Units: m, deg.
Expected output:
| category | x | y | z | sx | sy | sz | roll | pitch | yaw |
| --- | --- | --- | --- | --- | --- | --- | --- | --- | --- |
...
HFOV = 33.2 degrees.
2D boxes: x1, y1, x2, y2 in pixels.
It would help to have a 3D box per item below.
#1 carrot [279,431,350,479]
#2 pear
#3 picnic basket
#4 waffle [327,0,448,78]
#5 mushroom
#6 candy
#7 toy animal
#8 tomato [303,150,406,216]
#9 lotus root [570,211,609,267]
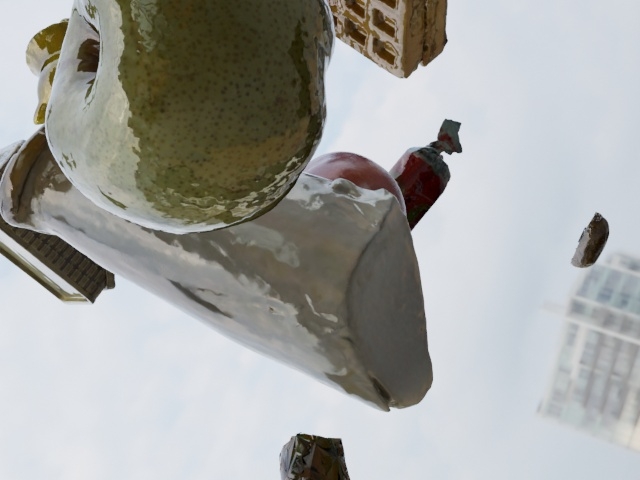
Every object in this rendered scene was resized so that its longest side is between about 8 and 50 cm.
| category | x | y | z | sx | sy | sz | roll | pitch | yaw |
| --- | --- | --- | --- | --- | --- | --- | --- | --- | --- |
| carrot | 0.011 | 0.262 | 0.826 | 0.069 | 0.069 | 0.228 | 33 | -138 | -64 |
| pear | -0.064 | -0.085 | 0.553 | 0.137 | 0.167 | 0.167 | 11 | -81 | -21 |
| picnic basket | -0.517 | -0.031 | 2.053 | 0.313 | 0.228 | 0.175 | 43 | -111 | -20 |
| waffle | 0.040 | -0.395 | 1.522 | 0.098 | 0.328 | 0.224 | -35 | -34 | -27 |
| mushroom | -0.086 | -0.003 | 0.889 | 0.137 | 0.408 | 0.154 | -50 | -26 | -38 |
| candy | 0.119 | -0.059 | 1.585 | 0.292 | 0.059 | 0.086 | -51 | -53 | -8 |
| toy animal | -0.450 | -0.306 | 1.910 | 0.229 | 0.156 | 0.156 | -111 | 15 | -44 |
| tomato | 0.000 | 0.000 | 1.052 | 0.195 | 0.136 | 0.195 | -37 | 5 | 4 |
| lotus root | 0.344 | 0.005 | 1.363 | 0.037 | 0.030 | 0.083 | -41 | -28 | -40 |
